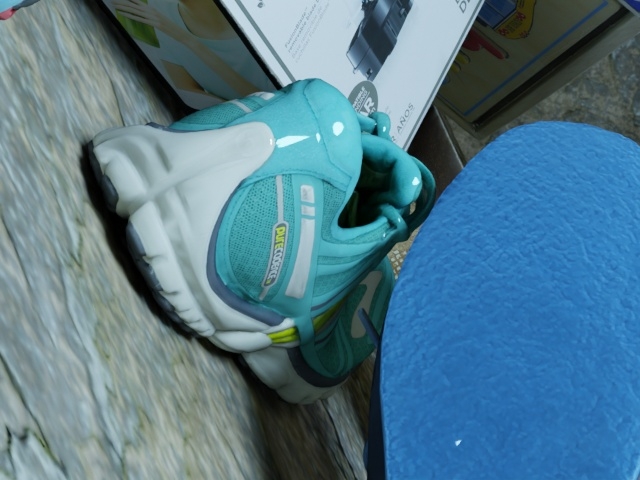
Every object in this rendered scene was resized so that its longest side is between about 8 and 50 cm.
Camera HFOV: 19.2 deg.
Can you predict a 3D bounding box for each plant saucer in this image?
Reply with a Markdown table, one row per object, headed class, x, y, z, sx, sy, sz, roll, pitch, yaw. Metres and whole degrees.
| class | x | y | z | sx | sy | sz | roll | pitch | yaw |
| --- | --- | --- | --- | --- | --- | --- | --- | --- | --- |
| plant saucer | 0.142 | 0.033 | 1.617 | 0.310 | 0.050 | 0.310 | -24 | 90 | -86 |

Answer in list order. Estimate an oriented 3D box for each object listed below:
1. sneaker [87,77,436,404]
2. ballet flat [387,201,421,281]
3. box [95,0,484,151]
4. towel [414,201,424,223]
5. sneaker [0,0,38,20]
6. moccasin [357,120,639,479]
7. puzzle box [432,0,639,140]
| class | x | y | z | sx | sy | sz | roll | pitch | yaw |
| --- | --- | --- | --- | --- | --- | --- | --- | --- | --- |
| sneaker | 0.000 | 0.000 | 0.801 | 0.107 | 0.110 | 0.275 | 67 | 8 | 13 |
| ballet flat | 0.020 | -0.023 | 1.211 | 0.067 | 0.073 | 0.206 | 29 | 23 | -26 |
| box | -0.028 | -0.162 | 0.850 | 0.169 | 0.087 | 0.290 | -63 | 145 | -18 |
| towel | 0.109 | 0.059 | 1.590 | 0.275 | 0.031 | 0.199 | -107 | 169 | -45 |
| sneaker | -0.128 | -0.195 | 0.599 | 0.125 | 0.104 | 0.262 | 52 | 15 | -50 |
| moccasin | 0.064 | 0.109 | 0.729 | 0.117 | 0.138 | 0.342 | 91 | 14 | -55 |
| puzzle box | 0.055 | -0.191 | 1.042 | 0.272 | 0.052 | 0.409 | 38 | -13 | -3 |
